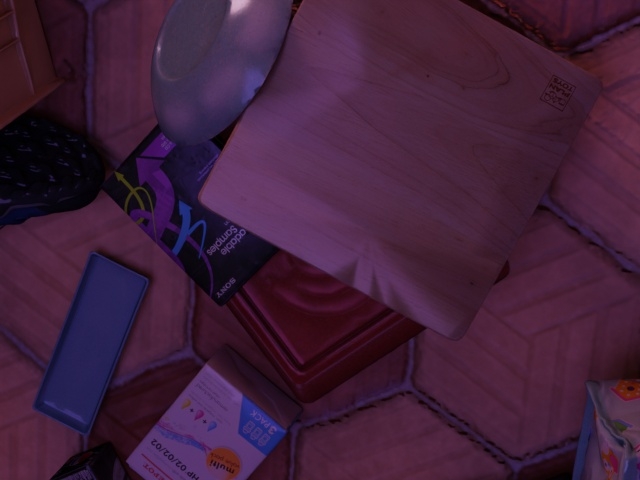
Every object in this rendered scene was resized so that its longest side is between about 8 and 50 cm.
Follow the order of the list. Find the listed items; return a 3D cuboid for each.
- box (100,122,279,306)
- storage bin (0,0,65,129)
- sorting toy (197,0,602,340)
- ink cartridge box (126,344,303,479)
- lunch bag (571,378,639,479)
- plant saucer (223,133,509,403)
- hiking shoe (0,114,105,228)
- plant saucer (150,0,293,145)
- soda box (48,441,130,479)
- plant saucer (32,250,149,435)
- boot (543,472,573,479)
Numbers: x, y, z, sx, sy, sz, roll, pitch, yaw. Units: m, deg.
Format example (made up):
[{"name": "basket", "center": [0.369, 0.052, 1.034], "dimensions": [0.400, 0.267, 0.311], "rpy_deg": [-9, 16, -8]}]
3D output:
[{"name": "box", "center": [-0.109, -0.033, 1.484], "dimensions": [0.162, 0.029, 0.116], "rpy_deg": [44, 112, -1]}, {"name": "storage bin", "center": [-0.408, -0.146, 1.460], "dimensions": [0.262, 0.260, 0.123], "rpy_deg": [-8, 108, 17]}, {"name": "sorting toy", "center": [0.066, -0.087, 1.398], "dimensions": [0.257, 0.089, 0.255], "rpy_deg": [28, 95, -3]}, {"name": "ink cartridge box", "center": [-0.116, 0.206, 1.593], "dimensions": [0.104, 0.061, 0.181], "rpy_deg": [40, 113, 1]}, {"name": "lunch bag", "center": [0.336, 0.258, 1.415], "dimensions": [0.223, 0.160, 0.262], "rpy_deg": [-2, 115, -10]}, {"name": "plant saucer", "center": [0.000, 0.000, 1.506], "dimensions": [0.258, 0.048, 0.259], "rpy_deg": [-35, 96, 22]}, {"name": "hiking shoe", "center": [-0.354, -0.043, 1.573], "dimensions": [0.304, 0.113, 0.132], "rpy_deg": [-5, 146, 4]}, {"name": "plant saucer", "center": [-0.100, -0.179, 1.408], "dimensions": [0.037, 0.195, 0.195], "rpy_deg": [26, 118, -34]}, {"name": "soda box", "center": [-0.208, 0.296, 1.647], "dimensions": [0.053, 0.060, 0.169], "rpy_deg": [-23, 100, 22]}, {"name": "plant saucer", "center": [-0.229, 0.103, 1.616], "dimensions": [0.067, 0.018, 0.192], "rpy_deg": [26, 111, 6]}, {"name": "boot", "center": [0.215, 0.347, 1.537], "dimensions": [0.176, 0.088, 0.244], "rpy_deg": [-14, 99, 17]}]
